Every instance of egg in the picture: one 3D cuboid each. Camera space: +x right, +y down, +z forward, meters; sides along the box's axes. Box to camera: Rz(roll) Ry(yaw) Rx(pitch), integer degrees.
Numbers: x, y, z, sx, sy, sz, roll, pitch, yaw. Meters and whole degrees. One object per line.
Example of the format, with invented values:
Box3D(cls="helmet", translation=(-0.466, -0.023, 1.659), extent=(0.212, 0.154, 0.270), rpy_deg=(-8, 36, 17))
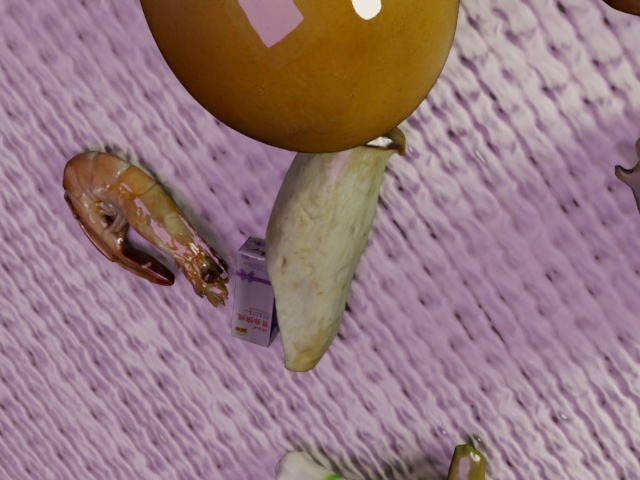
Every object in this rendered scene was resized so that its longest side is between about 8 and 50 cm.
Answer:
Box3D(cls="egg", translation=(-0.024, -0.248, 1.527), extent=(0.283, 0.282, 0.351), rpy_deg=(-13, 101, 30))

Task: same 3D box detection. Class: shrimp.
Box3D(cls="shrimp", translation=(-0.193, -0.002, 1.884), extent=(0.236, 0.053, 0.133), rpy_deg=(40, 124, 3))

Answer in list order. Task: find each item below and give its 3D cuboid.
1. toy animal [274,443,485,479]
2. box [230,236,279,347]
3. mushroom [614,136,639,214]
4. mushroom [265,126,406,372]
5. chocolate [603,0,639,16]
Box3D(cls="toy animal", translation=(0.103, 0.327, 1.856), extent=(0.363, 0.181, 0.180), rpy_deg=(24, 137, 7))
Box3D(cls="box", translation=(-0.067, 0.056, 1.870), extent=(0.051, 0.036, 0.117), rpy_deg=(18, 125, 14))
Box3D(cls="mushroom", translation=(0.381, 0.048, 1.559), extent=(0.212, 0.292, 0.217), rpy_deg=(-17, 134, 0))
Box3D(cls="mushroom", translation=(-0.003, -0.002, 1.778), extent=(0.107, 0.087, 0.333), rpy_deg=(19, 127, 0))
Box3D(cls="chocolate", translation=(0.302, -0.268, 1.444), extent=(0.177, 0.177, 0.176), rpy_deg=(11, 121, 19))
